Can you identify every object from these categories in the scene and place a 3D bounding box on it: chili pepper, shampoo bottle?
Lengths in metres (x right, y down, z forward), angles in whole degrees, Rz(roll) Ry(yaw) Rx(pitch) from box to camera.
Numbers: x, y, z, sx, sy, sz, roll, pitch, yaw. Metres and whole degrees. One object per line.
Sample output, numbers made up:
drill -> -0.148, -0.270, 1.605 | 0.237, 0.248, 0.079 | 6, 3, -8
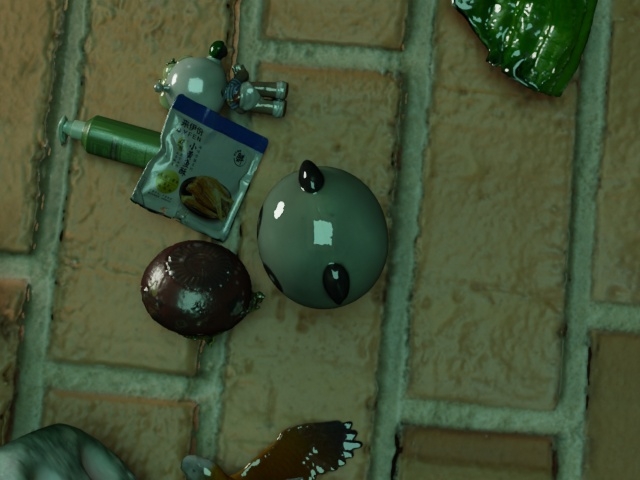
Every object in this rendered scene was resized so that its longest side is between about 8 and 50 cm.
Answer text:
chili pepper -> 0.326, -0.412, 1.624 | 0.167, 0.213, 0.384 | -4, 106, -43
shampoo bottle -> -0.291, -0.143, 1.639 | 0.205, 0.065, 0.065 | 15, 83, 2

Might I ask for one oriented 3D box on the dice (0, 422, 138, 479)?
dice -> -0.382, 0.460, 1.401 | 0.328, 0.330, 0.348 | -37, 85, 10

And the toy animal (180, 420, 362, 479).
toy animal -> -0.073, 0.422, 1.563 | 0.302, 0.225, 0.284 | -7, 104, 12

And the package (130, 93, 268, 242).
package -> -0.174, -0.103, 1.603 | 0.171, 0.027, 0.173 | 24, 90, -33

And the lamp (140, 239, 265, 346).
lamp -> -0.179, 0.079, 1.581 | 0.156, 0.135, 0.157 | -20, 54, -31

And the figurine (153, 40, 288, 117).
figurine -> -0.147, -0.221, 1.636 | 0.197, 0.093, 0.147 | 5, 105, -7

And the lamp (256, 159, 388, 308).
lamp -> 0.000, 0.000, 1.530 | 0.198, 0.244, 0.197 | 1, 81, -5
